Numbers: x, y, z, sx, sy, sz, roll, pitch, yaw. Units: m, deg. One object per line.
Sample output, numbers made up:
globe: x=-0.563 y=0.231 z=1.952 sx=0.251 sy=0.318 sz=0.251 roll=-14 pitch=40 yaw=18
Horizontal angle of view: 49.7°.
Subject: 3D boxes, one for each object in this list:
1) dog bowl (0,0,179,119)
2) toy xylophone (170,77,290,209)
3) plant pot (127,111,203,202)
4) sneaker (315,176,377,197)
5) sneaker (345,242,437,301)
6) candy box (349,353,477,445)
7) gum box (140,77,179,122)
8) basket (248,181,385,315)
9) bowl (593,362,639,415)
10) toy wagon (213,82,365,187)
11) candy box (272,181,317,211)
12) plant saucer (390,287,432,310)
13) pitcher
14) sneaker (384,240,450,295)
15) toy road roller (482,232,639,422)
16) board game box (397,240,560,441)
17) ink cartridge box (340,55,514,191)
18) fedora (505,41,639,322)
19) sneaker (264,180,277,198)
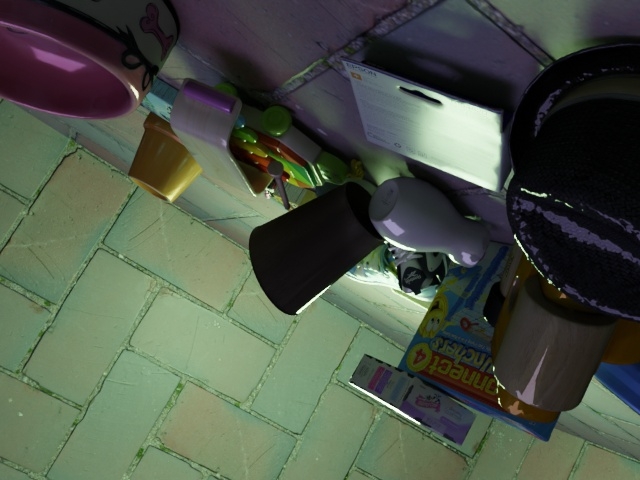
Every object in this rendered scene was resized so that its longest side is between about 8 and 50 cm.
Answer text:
dog bowl: x=-0.445 y=-0.330 z=1.112 sx=0.408 sy=0.150 sz=0.408 roll=9 pitch=167 yaw=2
toy xylophone: x=-0.147 y=-0.160 z=1.263 sx=0.236 sy=0.081 sz=0.322 roll=27 pitch=168 yaw=6
plant pot: x=-0.384 y=-0.206 z=1.755 sx=0.205 sy=0.187 sz=0.205 roll=28 pitch=169 yaw=6
sneaker: x=0.018 y=-0.054 z=1.475 sx=0.086 sy=0.163 sz=0.226 roll=32 pitch=171 yaw=-21
sneaker: x=0.149 y=0.039 z=1.670 sx=0.319 sy=0.127 sz=0.208 roll=14 pitch=166 yaw=23
candy box: x=0.173 y=0.302 z=1.324 sx=0.165 sy=0.070 sz=0.196 roll=35 pitch=169 yaw=-22
gum box: x=-0.327 y=-0.298 z=1.573 sx=0.184 sy=0.041 sz=0.157 roll=32 pitch=170 yaw=-6
basket: x=0.000 y=0.000 z=1.295 sx=0.154 sy=0.227 sz=0.204 roll=27 pitch=-142 yaw=-45
bowl: x=0.615 y=0.279 z=1.307 sx=0.391 sy=0.077 sz=0.391 roll=37 pitch=-171 yaw=-7
toy wagon: x=-0.077 y=-0.184 z=1.371 sx=0.345 sy=0.068 sz=0.267 roll=26 pitch=169 yaw=18
candy box: x=-0.017 y=-0.083 z=1.728 sx=0.187 sy=0.053 sz=0.109 roll=25 pitch=169 yaw=28
plant saucer: x=0.264 y=0.136 z=1.841 sx=0.188 sy=0.045 sz=0.188 roll=28 pitch=-169 yaw=8
pitcher: x=0.181 y=-0.042 z=1.255 sx=0.207 sy=0.125 sz=0.178 roll=23 pitch=-171 yaw=-29
sneaker: x=0.172 y=0.027 z=1.372 sx=0.235 sy=0.153 sz=0.094 roll=31 pitch=140 yaw=-34
toy road roller: x=0.367 y=0.095 z=0.934 sx=0.241 sy=0.202 sz=0.329 roll=15 pitch=-153 yaw=5
board game box: x=0.332 y=0.162 z=1.259 sx=0.086 sy=0.301 sz=0.308 roll=37 pitch=167 yaw=-34
ink cartridge box: x=0.149 y=-0.165 z=0.921 sx=0.223 sy=0.045 sz=0.224 roll=25 pitch=168 yaw=20
fedora: x=0.302 y=-0.019 z=0.660 sx=0.334 sy=0.152 sz=0.334 roll=36 pitch=151 yaw=24
sneaker: x=-0.122 y=-0.138 z=1.792 sx=0.057 sy=0.047 sz=0.119 roll=12 pitch=170 yaw=10
